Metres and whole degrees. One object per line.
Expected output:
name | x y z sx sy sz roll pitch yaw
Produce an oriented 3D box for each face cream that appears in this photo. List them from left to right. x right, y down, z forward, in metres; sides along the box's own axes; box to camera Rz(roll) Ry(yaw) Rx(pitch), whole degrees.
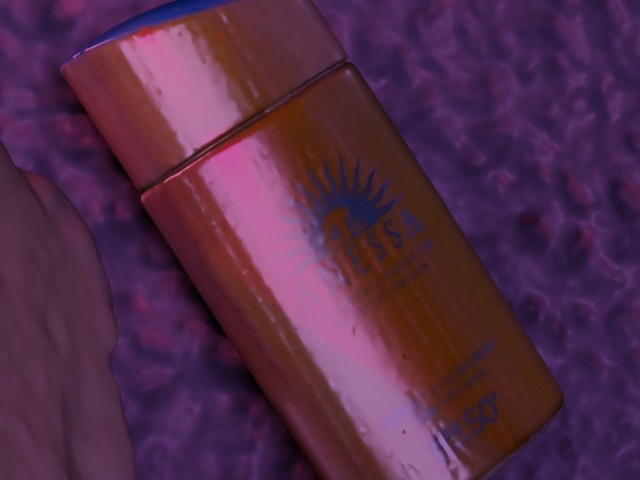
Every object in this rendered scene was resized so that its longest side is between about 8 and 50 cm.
face cream | 0.000 0.000 0.902 0.139 0.067 0.285 -35 94 -29

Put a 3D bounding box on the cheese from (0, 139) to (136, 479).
cheese | -0.190 0.040 0.691 0.115 0.326 0.318 -25 95 18
